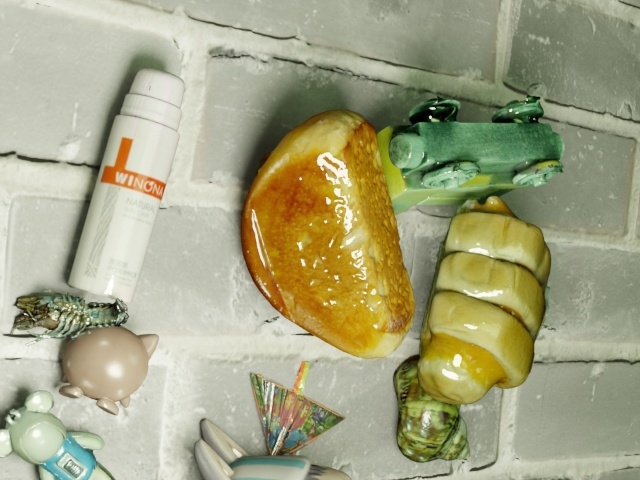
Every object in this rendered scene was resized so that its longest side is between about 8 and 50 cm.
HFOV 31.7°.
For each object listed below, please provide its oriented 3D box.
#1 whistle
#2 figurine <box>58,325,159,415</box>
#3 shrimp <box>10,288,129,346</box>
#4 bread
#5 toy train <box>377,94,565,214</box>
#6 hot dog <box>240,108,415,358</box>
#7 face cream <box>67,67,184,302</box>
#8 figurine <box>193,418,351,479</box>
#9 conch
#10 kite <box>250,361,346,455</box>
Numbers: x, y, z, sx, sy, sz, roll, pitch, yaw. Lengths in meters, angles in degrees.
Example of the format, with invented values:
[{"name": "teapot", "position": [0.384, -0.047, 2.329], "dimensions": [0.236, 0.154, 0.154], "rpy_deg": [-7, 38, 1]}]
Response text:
[{"name": "whistle", "position": [-0.373, 0.310, 1.625], "dimensions": [0.114, 0.077, 0.236], "rpy_deg": [-50, 129, -14]}, {"name": "figurine", "position": [-0.311, 0.177, 1.636], "dimensions": [0.125, 0.125, 0.138], "rpy_deg": [41, 56, -35]}, {"name": "shrimp", "position": [-0.350, 0.113, 1.590], "dimensions": [0.076, 0.174, 0.082], "rpy_deg": [62, 30, -70]}, {"name": "bread", "position": [0.286, 0.125, 1.953], "dimensions": [0.300, 0.210, 0.341], "rpy_deg": [94, 11, -56]}, {"name": "toy train", "position": [0.239, -0.139, 1.963], "dimensions": [0.397, 0.253, 0.160], "rpy_deg": [-5, 73, -38]}, {"name": "hot dog", "position": [0.001, -0.001, 1.808], "dimensions": [0.185, 0.223, 0.405], "rpy_deg": [-48, 126, -63]}, {"name": "face cream", "position": [-0.275, -0.086, 1.642], "dimensions": [0.102, 0.102, 0.346], "rpy_deg": [19, 84, -40]}, {"name": "figurine", "position": [-0.077, 0.448, 1.818], "dimensions": [0.266, 0.361, 0.378], "rpy_deg": [-22, 75, -40]}, {"name": "conch", "position": [0.211, 0.320, 2.079], "dimensions": [0.187, 0.124, 0.181], "rpy_deg": [-51, 127, -33]}, {"name": "kite", "position": [-0.045, 0.298, 1.934], "dimensions": [0.241, 0.014, 0.183], "rpy_deg": [25, 76, -39]}]
